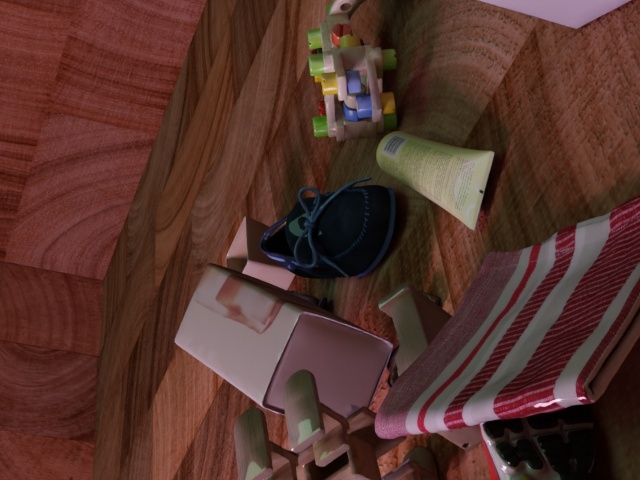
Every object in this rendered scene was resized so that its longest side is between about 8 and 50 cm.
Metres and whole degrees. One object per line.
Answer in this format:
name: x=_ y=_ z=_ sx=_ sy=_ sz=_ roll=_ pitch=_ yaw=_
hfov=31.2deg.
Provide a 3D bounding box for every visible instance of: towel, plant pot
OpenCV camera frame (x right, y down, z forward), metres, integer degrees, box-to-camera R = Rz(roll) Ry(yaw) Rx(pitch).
towel: x=0.185 y=0.068 z=1.011 sx=0.237 sy=0.037 sz=0.329 roll=-51 pitch=10 yaw=-26
plant pot: x=-0.098 y=0.041 z=1.950 sx=0.109 sy=0.096 sz=0.109 roll=-96 pitch=25 yaw=-44

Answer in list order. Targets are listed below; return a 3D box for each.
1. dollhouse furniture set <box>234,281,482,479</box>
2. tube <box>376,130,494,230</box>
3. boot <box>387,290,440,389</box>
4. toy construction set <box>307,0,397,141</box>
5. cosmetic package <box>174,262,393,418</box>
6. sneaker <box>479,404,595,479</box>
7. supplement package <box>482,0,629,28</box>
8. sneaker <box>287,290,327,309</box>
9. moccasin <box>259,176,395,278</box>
dollhouse furniture set: x=0.053 y=0.191 z=1.261 sx=0.242 sy=0.212 sz=0.161 roll=-38 pitch=37 yaw=22
tube: x=0.143 y=-0.083 z=1.402 sx=0.070 sy=0.062 sz=0.240 roll=62 pitch=169 yaw=-23
boot: x=0.116 y=0.125 z=1.376 sx=0.106 sy=0.037 sz=0.114 roll=-111 pitch=41 yaw=-62
toy construction set: x=0.046 y=-0.277 z=1.645 sx=0.215 sy=0.151 sz=0.327 roll=86 pitch=-169 yaw=-57
cosmetic package: x=-0.056 y=0.134 z=1.499 sx=0.296 sy=0.153 sz=0.129 roll=22 pitch=89 yaw=59
sneaker: x=0.186 y=0.229 z=1.013 sx=0.279 sy=0.107 sz=0.118 roll=-92 pitch=9 yaw=-46
supplement package: x=0.218 y=-0.342 z=1.116 sx=0.149 sy=0.194 sz=0.203 roll=160 pitch=120 yaw=-69
sneaker: x=-0.039 y=0.158 z=1.693 sx=0.268 sy=0.101 sz=0.153 roll=-136 pitch=57 yaw=-71
moccasin: x=0.000 y=0.000 z=1.658 sx=0.342 sy=0.117 sz=0.138 roll=144 pitch=135 yaw=-63
